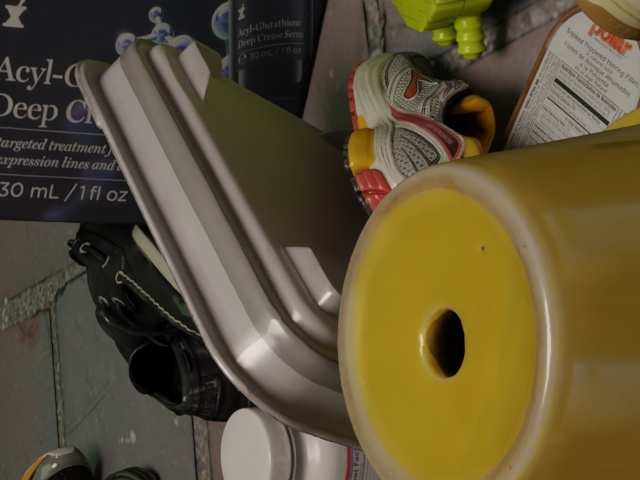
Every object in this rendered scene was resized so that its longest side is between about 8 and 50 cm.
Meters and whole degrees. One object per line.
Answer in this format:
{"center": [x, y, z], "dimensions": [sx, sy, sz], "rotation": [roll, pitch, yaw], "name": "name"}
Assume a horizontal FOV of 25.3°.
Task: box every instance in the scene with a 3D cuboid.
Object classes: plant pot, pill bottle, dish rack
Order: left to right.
{"center": [0.000, 0.000, 0.938], "dimensions": [0.072, 0.285, 0.333], "rotation": [-44, 49, 18], "name": "dish rack"}
{"center": [0.017, 0.145, 0.980], "dimensions": [0.087, 0.160, 0.087], "rotation": [-5, 84, 57], "name": "pill bottle"}
{"center": [0.149, 0.048, 0.711], "dimensions": [0.254, 0.239, 0.254], "rotation": [-5, 85, 58], "name": "plant pot"}

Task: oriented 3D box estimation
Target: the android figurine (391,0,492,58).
{"center": [0.069, -0.256, 0.943], "dimensions": [0.248, 0.056, 0.272], "rotation": [-130, 28, -72], "name": "android figurine"}

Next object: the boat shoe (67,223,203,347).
{"center": [-0.154, 0.036, 1.256], "dimensions": [0.113, 0.127, 0.340], "rotation": [-59, 36, 6], "name": "boat shoe"}

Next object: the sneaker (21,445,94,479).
{"center": [-0.265, 0.314, 1.487], "dimensions": [0.083, 0.084, 0.215], "rotation": [33, 125, 49], "name": "sneaker"}

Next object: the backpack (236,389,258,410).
{"center": [-0.018, 0.120, 1.104], "dimensions": [0.105, 0.084, 0.114], "rotation": [-11, 84, 56], "name": "backpack"}

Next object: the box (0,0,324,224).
{"center": [-0.167, -0.225, 1.161], "dimensions": [0.212, 0.293, 0.395], "rotation": [35, 118, 52], "name": "box"}

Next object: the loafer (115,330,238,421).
{"center": [-0.142, 0.106, 1.301], "dimensions": [0.223, 0.078, 0.076], "rotation": [25, 109, 55], "name": "loafer"}

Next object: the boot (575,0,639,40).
{"center": [0.203, -0.268, 0.776], "dimensions": [0.203, 0.095, 0.262], "rotation": [-34, 55, 48], "name": "boot"}

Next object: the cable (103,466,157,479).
{"center": [-0.229, 0.350, 1.434], "dimensions": [0.139, 0.072, 0.287], "rotation": [19, 98, 31], "name": "cable"}

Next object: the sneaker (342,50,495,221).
{"center": [0.073, -0.068, 0.944], "dimensions": [0.225, 0.093, 0.088], "rotation": [-88, -23, -61], "name": "sneaker"}

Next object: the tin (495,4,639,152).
{"center": [0.161, -0.060, 0.885], "dimensions": [0.106, 0.040, 0.189], "rotation": [48, 127, 42], "name": "tin"}
